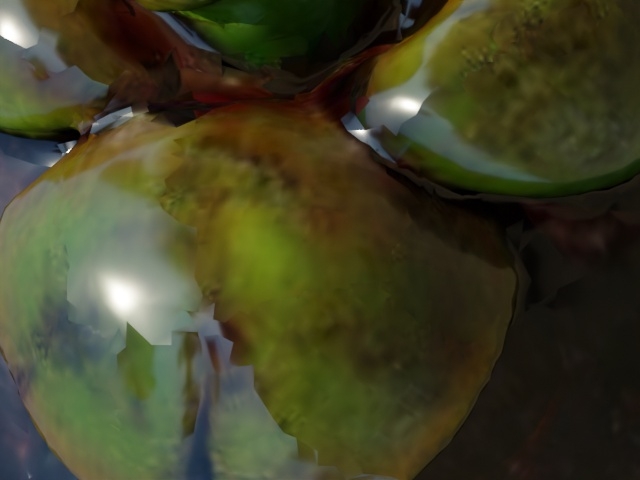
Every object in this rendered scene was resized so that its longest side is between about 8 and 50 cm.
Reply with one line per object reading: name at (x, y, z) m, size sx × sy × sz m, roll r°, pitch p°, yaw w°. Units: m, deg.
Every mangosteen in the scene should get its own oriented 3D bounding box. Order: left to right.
mangosteen at (0.002, 0.008, 0.556) m, size 0.300 × 0.300 × 0.300 m, roll 50°, pitch -153°, yaw -37°
